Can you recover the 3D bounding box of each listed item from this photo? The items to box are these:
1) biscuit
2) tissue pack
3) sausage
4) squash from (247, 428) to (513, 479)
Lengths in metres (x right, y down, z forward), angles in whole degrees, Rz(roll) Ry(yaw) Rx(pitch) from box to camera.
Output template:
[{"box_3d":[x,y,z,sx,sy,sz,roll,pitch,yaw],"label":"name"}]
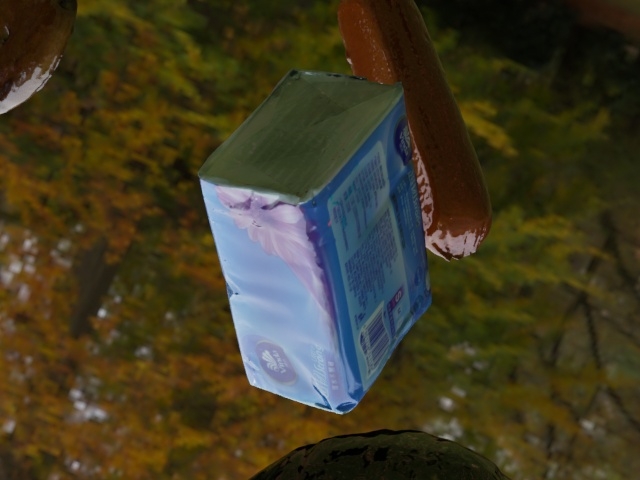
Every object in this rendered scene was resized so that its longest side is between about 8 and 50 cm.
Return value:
[{"box_3d":[-0.362,-0.246,1.746,0.036,0.212,0.212,24,-173,-45],"label":"biscuit"},{"box_3d":[0.000,0.000,1.442,0.146,0.263,0.198,12,-137,29],"label":"tissue pack"},{"box_3d":[0.107,-0.145,1.691,0.097,0.094,0.348,-11,-107,-34],"label":"sausage"},{"box_3d":[0.029,0.186,0.776,0.193,0.193,0.156,26,-137,10],"label":"squash"}]
